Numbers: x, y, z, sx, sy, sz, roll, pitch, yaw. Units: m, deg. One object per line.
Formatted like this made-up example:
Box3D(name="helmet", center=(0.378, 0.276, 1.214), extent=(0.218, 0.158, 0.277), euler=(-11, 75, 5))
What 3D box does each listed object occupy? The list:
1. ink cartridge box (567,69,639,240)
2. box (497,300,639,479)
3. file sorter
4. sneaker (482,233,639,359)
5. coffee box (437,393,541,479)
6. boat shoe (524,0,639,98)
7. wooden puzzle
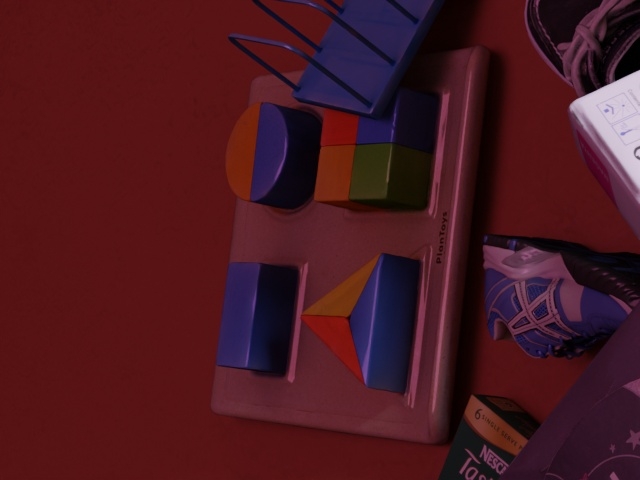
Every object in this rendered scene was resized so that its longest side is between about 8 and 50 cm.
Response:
Box3D(name="ink cartridge box", center=(0.315, -0.066, 0.842), extent=(0.311, 0.065, 0.185), euler=(-27, 50, 0))
Box3D(name="box", center=(0.245, 0.127, 0.921), extent=(0.247, 0.142, 0.163), euler=(-58, 40, 28))
Box3D(name="file sorter", center=(0.020, -0.203, 1.275), extent=(0.118, 0.104, 0.170), euler=(19, 79, 54))
Box3D(name="sneaker", center=(0.185, 0.046, 1.093), extent=(0.211, 0.080, 0.081), euler=(-164, 79, -64))
Box3D(name="coffee box", center=(0.122, 0.218, 1.155), extent=(0.113, 0.040, 0.184), euler=(40, 114, 51))
Box3D(name="boat shoe", center=(0.218, -0.124, 1.056), extent=(0.306, 0.105, 0.113), euler=(49, 120, 48))
Box3D(name="wooden puzzle", center=(0.000, 0.000, 1.348), extent=(0.348, 0.081, 0.322), euler=(-1, 80, 54))
